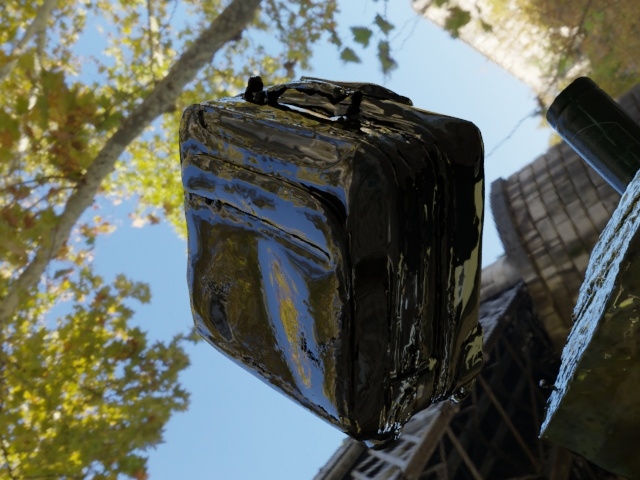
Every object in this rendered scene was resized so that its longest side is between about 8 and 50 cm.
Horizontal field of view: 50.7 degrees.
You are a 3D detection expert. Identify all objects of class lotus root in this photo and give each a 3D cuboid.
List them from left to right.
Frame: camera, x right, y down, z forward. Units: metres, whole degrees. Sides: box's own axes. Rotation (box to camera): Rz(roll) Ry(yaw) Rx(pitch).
[{"bbox_3d":[0.289,0.003,0.486,0.149,0.260,0.267,24,-142,15],"label":"lotus root"}]

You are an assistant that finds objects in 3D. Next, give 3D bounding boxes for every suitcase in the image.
[{"bbox_3d":[0.000,0.000,0.704,0.188,0.345,0.339,-18,-63,-36],"label":"suitcase"}]

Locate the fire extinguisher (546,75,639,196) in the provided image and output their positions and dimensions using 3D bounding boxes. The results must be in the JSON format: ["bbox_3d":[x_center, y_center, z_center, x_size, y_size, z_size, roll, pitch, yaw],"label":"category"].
[{"bbox_3d":[0.482,-0.114,1.037,0.311,0.095,0.114,54,167,28],"label":"fire extinguisher"}]
